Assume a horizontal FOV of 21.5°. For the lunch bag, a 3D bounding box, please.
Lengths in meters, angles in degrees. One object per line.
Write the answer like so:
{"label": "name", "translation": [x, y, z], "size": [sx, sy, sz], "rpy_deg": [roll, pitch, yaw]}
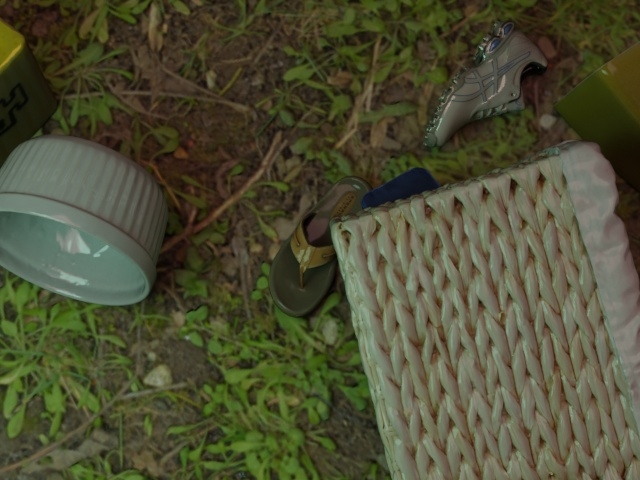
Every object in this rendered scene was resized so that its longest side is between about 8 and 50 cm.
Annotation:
{"label": "lunch bag", "translation": [0.093, -0.025, 1.862], "size": [0.098, 0.065, 0.067], "rpy_deg": [-27, 52, -7]}

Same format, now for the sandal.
{"label": "sandal", "translation": [0.000, 0.000, 1.867], "size": [0.072, 0.049, 0.180], "rpy_deg": [31, 77, 10]}

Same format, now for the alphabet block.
{"label": "alphabet block", "translation": [-0.432, -0.169, 1.856], "size": [0.192, 0.197, 0.193], "rpy_deg": [36, 78, 12]}

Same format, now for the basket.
{"label": "basket", "translation": [0.169, 0.089, 1.658], "size": [0.266, 0.328, 0.331], "rpy_deg": [-13, 91, 1]}

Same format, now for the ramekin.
{"label": "ramekin", "translation": [-0.261, -0.025, 1.809], "size": [0.207, 0.207, 0.109], "rpy_deg": [16, 66, 7]}

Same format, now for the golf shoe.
{"label": "golf shoe", "translation": [0.189, -0.164, 1.903], "size": [0.086, 0.069, 0.176], "rpy_deg": [37, 79, 6]}

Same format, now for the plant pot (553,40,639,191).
{"label": "plant pot", "translation": [0.410, -0.143, 1.824], "size": [0.212, 0.212, 0.187], "rpy_deg": [-33, 87, -8]}
